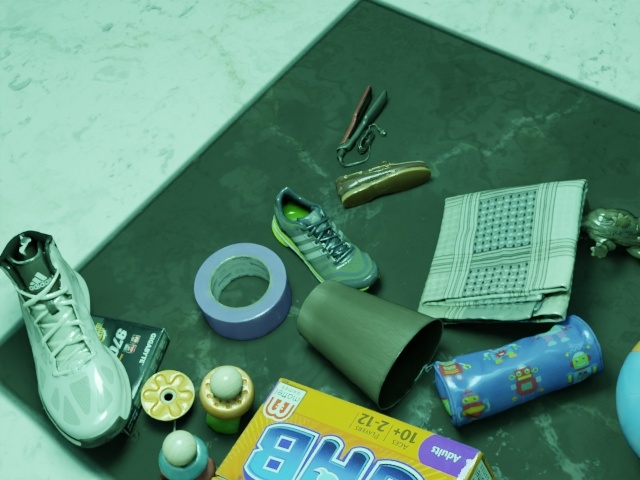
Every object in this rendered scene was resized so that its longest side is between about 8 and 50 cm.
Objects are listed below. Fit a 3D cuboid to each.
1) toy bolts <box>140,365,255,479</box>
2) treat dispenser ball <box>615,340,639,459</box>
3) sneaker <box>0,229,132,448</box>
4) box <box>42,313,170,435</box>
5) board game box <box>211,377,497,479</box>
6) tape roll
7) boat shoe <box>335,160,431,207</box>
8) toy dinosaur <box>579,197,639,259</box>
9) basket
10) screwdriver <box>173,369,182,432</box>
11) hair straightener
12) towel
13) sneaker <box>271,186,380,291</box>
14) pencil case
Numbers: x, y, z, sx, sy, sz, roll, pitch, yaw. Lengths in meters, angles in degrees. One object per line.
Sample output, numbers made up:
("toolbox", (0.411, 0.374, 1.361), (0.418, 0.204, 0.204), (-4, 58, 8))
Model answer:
("toy bolts", (-0.244, 0.318, 1.571), (0.218, 0.158, 0.228), (14, 59, 7))
("treat dispenser ball", (0.630, 0.264, 1.408), (0.288, 0.288, 0.288), (-4, 55, 6))
("sneaker", (-0.504, 0.162, 1.614), (0.169, 0.257, 0.447), (-27, 54, -8))
("box", (-0.420, 0.262, 1.719), (0.175, 0.051, 0.220), (9, 57, 16))
("board game box", (0.049, 0.479, 1.249), (0.357, 0.356, 0.356), (12, 56, 40))
("tape roll", (-0.156, 0.103, 1.773), (0.189, 0.080, 0.188), (-4, 55, 6))
("boat shoe", (0.134, -0.140, 1.901), (0.207, 0.073, 0.073), (-16, 56, -3))
("toy dinosaur", (0.604, -0.015, 1.709), (0.314, 0.121, 0.160), (14, 24, 3))
("basket", (0.082, 0.178, 1.644), (0.227, 0.154, 0.204), (30, 63, 30))
("screwdriver", (-0.276, 0.327, 1.670), (0.025, 0.024, 0.169), (-26, 52, 26))
("hair straightener", (0.106, -0.259, 2.006), (0.089, 0.047, 0.230), (18, 60, 20))
("towel", (0.350, 0.021, 1.699), (0.312, 0.056, 0.324), (-5, 52, 34))
("sneaker", (0.000, 0.000, 1.794), (0.300, 0.121, 0.111), (36, 68, 28))
("pencil case", (0.351, 0.235, 1.579), (0.306, 0.119, 0.133), (-19, 14, -4))
